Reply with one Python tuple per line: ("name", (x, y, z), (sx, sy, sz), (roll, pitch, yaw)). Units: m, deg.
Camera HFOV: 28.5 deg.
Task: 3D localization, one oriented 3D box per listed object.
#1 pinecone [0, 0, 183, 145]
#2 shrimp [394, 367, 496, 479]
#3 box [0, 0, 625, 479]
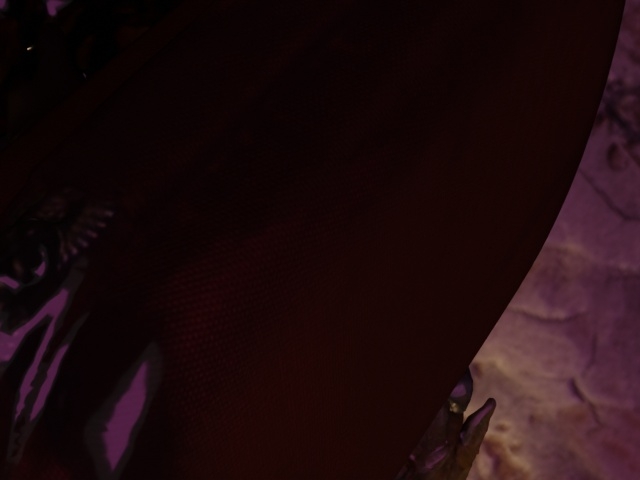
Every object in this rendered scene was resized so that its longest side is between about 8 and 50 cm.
("pinecone", (-0.131, -0.122, 0.521), (0.246, 0.246, 0.292), (-49, 120, -2))
("shrimp", (-0.017, 0.151, 0.679), (0.168, 0.077, 0.317), (26, 98, -17))
("box", (0.000, 0.000, 0.491), (0.404, 0.108, 0.263), (-48, 153, -37))
